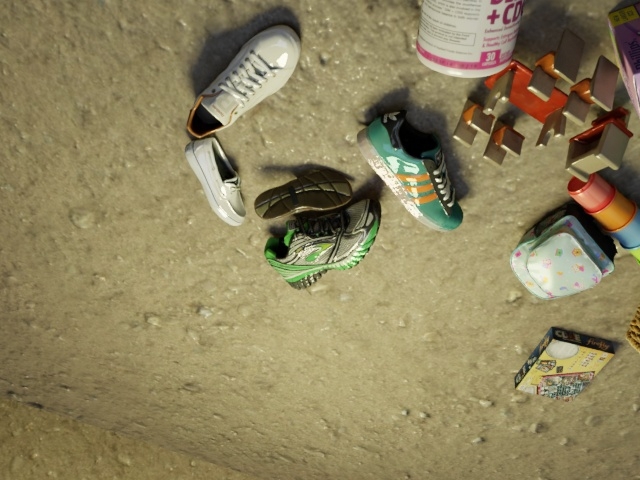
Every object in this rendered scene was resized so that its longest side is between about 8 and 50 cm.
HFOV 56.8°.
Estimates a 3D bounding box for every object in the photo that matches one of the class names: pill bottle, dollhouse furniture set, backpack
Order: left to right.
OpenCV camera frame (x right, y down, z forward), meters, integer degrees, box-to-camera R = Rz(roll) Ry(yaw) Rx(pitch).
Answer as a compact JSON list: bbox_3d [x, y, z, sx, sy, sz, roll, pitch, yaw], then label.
[{"bbox_3d":[0.238,-0.410,0.899,0.160,0.160,0.283,6,134,8],"label":"pill bottle"},{"bbox_3d":[0.411,-0.228,1.039,0.259,0.135,0.262,29,157,-14],"label":"dollhouse furniture set"},{"bbox_3d":[0.507,0.039,1.265,0.166,0.144,0.188,48,134,-3],"label":"backpack"}]

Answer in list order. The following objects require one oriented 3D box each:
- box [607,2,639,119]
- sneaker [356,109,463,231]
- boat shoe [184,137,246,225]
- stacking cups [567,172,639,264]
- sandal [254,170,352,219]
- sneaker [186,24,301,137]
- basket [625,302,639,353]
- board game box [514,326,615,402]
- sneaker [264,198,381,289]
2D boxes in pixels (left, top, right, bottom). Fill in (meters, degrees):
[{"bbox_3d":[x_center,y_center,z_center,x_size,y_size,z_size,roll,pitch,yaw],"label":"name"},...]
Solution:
[{"bbox_3d":[0.588,-0.295,0.890,0.242,0.214,0.117,-16,127,27],"label":"box"},{"bbox_3d":[0.212,-0.136,1.201,0.302,0.108,0.121,42,132,-23],"label":"sneaker"},{"bbox_3d":[-0.217,-0.127,1.327,0.075,0.083,0.226,-13,128,25],"label":"boat shoe"},{"bbox_3d":[0.630,-0.026,1.218,0.316,0.096,0.096,33,131,-16],"label":"stacking cups"},{"bbox_3d":[-0.038,-0.094,1.319,0.219,0.060,0.090,-18,85,5],"label":"sandal"},{"bbox_3d":[-0.150,-0.288,1.136,0.106,0.123,0.290,41,127,-21],"label":"sneaker"},{"bbox_3d":[0.876,0.231,1.318,0.299,0.214,0.223,4,133,10],"label":"basket"},{"bbox_3d":[0.648,0.339,1.592,0.165,0.042,0.243,14,134,0],"label":"board game box"},{"bbox_3d":[0.000,0.000,1.357,0.146,0.134,0.343,39,130,-26],"label":"sneaker"}]
